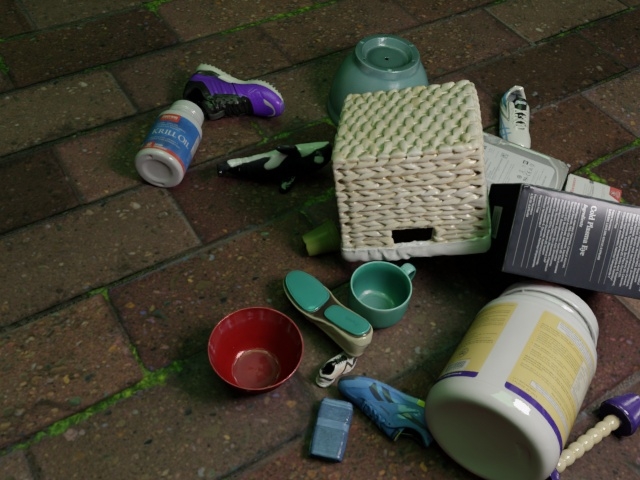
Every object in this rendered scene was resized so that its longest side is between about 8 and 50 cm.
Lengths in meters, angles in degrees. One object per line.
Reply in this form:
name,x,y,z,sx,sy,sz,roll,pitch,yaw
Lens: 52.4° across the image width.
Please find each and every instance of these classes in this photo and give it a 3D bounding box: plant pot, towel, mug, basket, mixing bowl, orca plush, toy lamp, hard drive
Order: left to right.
mixing bowl,-0.126,0.232,1.272,0.182,0.098,0.181,3,50,-3
orca plush,-0.108,-0.169,1.606,0.287,0.151,0.102,-9,83,-16
plant pot,0.000,0.000,1.496,0.079,0.083,0.083,-21,55,-5
towel,0.021,0.358,1.228,0.067,0.029,0.119,13,50,5
plant pot,0.170,-0.439,1.790,0.293,0.196,0.293,2,50,-3
mug,0.136,0.122,1.389,0.158,0.097,0.129,-4,51,-10
basket,0.200,-0.154,1.436,0.328,0.266,0.331,-4,38,13
hard drive,0.452,-0.172,1.685,0.339,0.064,0.237,24,52,15
toy lamp,0.512,0.376,1.233,0.275,0.080,0.080,-25,57,-21

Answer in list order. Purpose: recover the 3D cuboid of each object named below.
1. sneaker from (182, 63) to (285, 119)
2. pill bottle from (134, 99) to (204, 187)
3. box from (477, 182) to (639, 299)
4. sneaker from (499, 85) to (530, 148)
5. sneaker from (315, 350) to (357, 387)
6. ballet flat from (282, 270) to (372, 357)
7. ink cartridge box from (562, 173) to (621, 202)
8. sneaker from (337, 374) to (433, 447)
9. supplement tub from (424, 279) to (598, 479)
sneaker,-0.245,-0.372,1.765,0.293,0.102,0.146,20,56,17
pill bottle,-0.370,-0.249,1.628,0.124,0.124,0.221,11,51,3
box,0.521,-0.006,1.363,0.313,0.178,0.343,11,6,5
sneaker,0.547,-0.341,1.818,0.085,0.086,0.237,7,52,-2
sneaker,0.036,0.251,1.309,0.040,0.043,0.109,36,54,25
ballet flat,0.009,0.156,1.358,0.086,0.086,0.248,-31,49,-27
ink cartridge box,0.682,-0.101,1.650,0.135,0.056,0.099,21,51,11
sneaker,0.122,0.326,1.240,0.209,0.069,0.082,21,56,12
supplement tub,0.364,0.252,1.204,0.241,0.241,0.331,30,49,18
